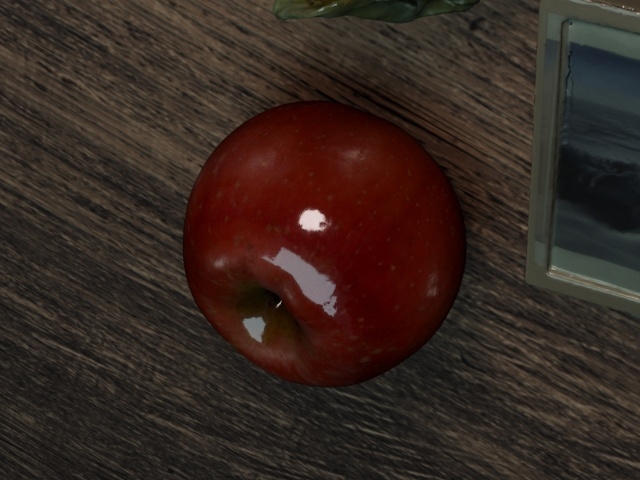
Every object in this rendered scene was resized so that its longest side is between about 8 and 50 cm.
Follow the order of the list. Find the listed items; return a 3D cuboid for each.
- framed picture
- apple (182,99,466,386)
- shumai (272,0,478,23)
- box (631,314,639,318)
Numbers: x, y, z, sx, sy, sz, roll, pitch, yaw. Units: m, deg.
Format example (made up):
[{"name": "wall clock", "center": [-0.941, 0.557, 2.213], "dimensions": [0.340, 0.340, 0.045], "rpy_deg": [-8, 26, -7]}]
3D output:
[{"name": "framed picture", "center": [0.377, -0.022, 1.380], "dimensions": [0.446, 0.028, 0.326], "rpy_deg": [17, 137, 20]}, {"name": "apple", "center": [0.000, 0.000, 1.596], "dimensions": [0.260, 0.216, 0.260], "rpy_deg": [22, 145, 17]}, {"name": "shumai", "center": [0.048, -0.251, 1.268], "dimensions": [0.189, 0.218, 0.256], "rpy_deg": [2, 132, 44]}, {"name": "box", "center": [0.359, 0.035, 1.508], "dimensions": [0.229, 0.041, 0.162], "rpy_deg": [22, 143, 15]}]
